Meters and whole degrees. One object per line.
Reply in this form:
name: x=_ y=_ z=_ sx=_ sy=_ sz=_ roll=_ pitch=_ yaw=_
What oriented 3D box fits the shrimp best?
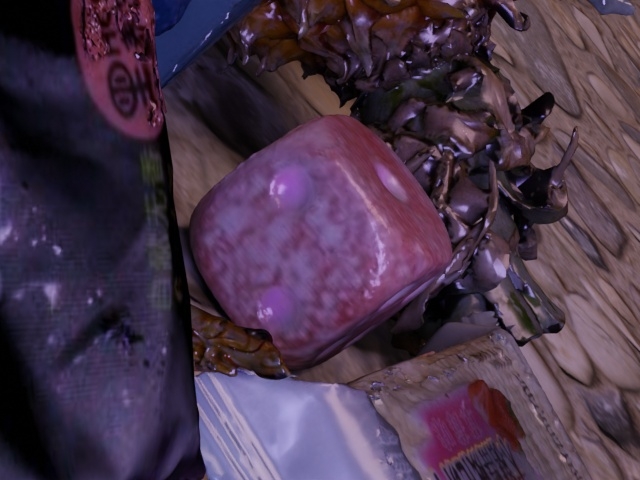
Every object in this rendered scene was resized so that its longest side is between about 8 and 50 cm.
shrimp: x=-0.072 y=0.032 z=0.718 sx=0.127 sy=0.025 sz=0.091 roll=13 pitch=7 yaw=30

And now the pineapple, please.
pineapple: x=0.049 y=-0.068 z=1.062 sx=0.262 sy=0.262 sz=0.271 roll=-8 pitch=83 yaw=-69

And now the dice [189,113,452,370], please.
dice: x=0.000 y=0.000 z=0.934 sx=0.094 sy=0.091 sz=0.093 roll=53 pitch=19 yaw=10

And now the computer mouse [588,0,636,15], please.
computer mouse: x=0.036 y=-0.211 z=1.233 sx=0.379 sy=0.167 sz=0.090 roll=23 pitch=45 yaw=-14

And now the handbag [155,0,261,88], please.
handbag: x=-0.125 y=-0.162 z=0.865 sx=0.221 sy=0.144 sz=0.057 roll=49 pitch=17 yaw=-3

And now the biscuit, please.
biscuit: x=0.054 y=0.122 z=0.845 sx=0.186 sy=0.079 sz=0.309 roll=58 pitch=18 yaw=10

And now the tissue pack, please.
tissue pack: x=-0.140 y=-0.024 z=0.522 sx=0.332 sy=0.123 sz=0.245 roll=2 pitch=78 yaw=-68

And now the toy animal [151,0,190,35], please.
toy animal: x=-0.115 y=-0.102 z=0.766 sx=0.176 sy=0.239 sz=0.255 roll=29 pitch=-34 yaw=21
